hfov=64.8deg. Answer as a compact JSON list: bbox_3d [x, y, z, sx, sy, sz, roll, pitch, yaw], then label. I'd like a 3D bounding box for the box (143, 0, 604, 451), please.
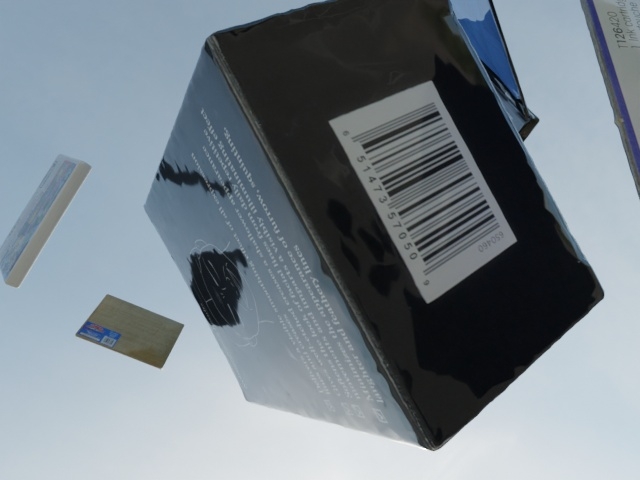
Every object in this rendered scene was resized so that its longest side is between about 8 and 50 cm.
[{"bbox_3d":[0.000,0.000,0.516,0.212,0.395,0.293,-29,-88,-28],"label":"box"}]

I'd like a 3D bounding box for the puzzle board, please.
[{"bbox_3d":[-0.278,0.134,0.746,0.128,0.096,0.011,23,-60,-7],"label":"puzzle board"}]

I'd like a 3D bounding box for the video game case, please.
[{"bbox_3d":[-0.432,-0.040,0.781,0.023,0.184,0.201,34,-99,-36],"label":"video game case"}]

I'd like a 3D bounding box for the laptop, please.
[{"bbox_3d":[0.084,-0.233,0.662,0.237,0.381,0.407,17,-55,-19],"label":"laptop"}]

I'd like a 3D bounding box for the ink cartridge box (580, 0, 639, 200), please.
[{"bbox_3d":[0.318,-0.053,0.320,0.308,0.303,0.072,0,-23,-2],"label":"ink cartridge box"}]
